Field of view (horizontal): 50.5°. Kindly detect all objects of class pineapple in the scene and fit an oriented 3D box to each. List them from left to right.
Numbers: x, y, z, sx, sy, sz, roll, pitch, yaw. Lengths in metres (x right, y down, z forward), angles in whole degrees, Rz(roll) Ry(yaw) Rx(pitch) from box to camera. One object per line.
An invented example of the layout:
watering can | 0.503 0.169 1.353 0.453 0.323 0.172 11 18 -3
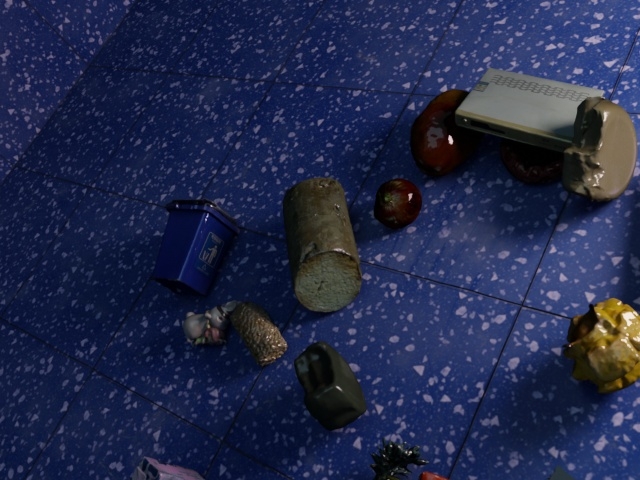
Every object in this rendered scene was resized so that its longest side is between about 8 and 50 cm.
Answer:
pineapple | 0.126 0.472 1.224 0.103 0.083 0.221 -14 51 42

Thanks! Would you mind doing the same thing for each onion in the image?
onion | 0.182 -0.085 1.566 0.119 0.119 0.117 -5 90 28

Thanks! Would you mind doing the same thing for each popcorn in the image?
popcorn | 0.494 0.182 1.168 0.148 0.152 0.167 -58 9 34

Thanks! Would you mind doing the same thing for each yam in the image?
yam | 0.000 0.000 1.578 0.168 0.168 0.304 -23 48 15

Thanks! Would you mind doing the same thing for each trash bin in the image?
trash bin | -0.340 0.018 1.770 0.184 0.162 0.234 3 67 33

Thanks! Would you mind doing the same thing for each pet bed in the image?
pet bed | 0.493 -0.214 1.505 0.201 0.053 0.201 -14 49 17

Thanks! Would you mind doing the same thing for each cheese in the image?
cheese | 0.553 -0.183 1.348 0.091 0.175 0.202 14 109 54

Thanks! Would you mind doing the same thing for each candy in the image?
candy | -0.319 0.515 1.408 0.073 0.160 0.092 29 83 44

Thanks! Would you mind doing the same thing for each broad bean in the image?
broad bean | 0.300 -0.257 1.598 0.156 0.122 0.228 32 80 23

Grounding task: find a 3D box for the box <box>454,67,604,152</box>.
box | 0.458 -0.291 1.494 0.270 0.045 0.211 20 55 28

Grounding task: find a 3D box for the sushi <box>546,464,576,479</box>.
sushi | 0.381 0.563 1.021 0.320 0.069 0.339 -45 48 -4

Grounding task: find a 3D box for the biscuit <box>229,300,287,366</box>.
biscuit | -0.144 0.213 1.575 0.082 0.070 0.168 -45 49 8

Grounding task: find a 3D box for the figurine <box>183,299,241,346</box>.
figurine | -0.252 0.206 1.652 0.146 0.081 0.098 -17 95 14

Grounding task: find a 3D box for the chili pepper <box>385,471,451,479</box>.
chili pepper | 0.242 0.439 1.154 0.272 0.071 0.063 8 88 15

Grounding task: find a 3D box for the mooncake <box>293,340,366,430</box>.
mooncake | 0.013 0.291 1.361 0.104 0.175 0.168 -29 91 6
